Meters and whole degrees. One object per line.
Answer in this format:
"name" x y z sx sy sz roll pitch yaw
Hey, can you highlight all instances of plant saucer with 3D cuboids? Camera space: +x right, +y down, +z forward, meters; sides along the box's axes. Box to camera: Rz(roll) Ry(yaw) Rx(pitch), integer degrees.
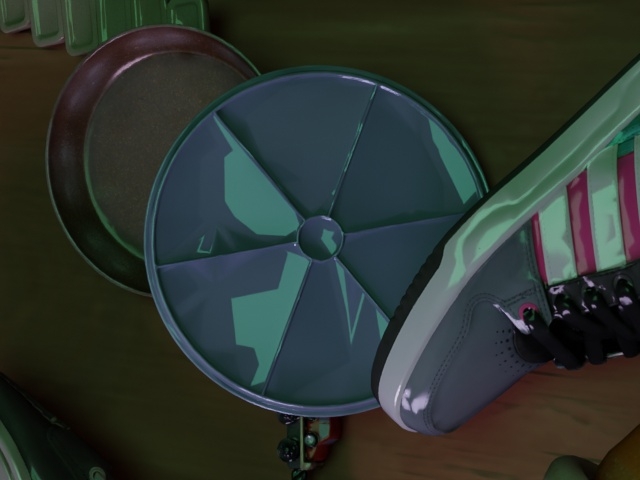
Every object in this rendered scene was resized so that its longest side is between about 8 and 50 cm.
"plant saucer" -0.091 -0.049 0.940 0.168 0.029 0.168 3 97 22

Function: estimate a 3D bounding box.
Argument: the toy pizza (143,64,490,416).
"toy pizza" 0.000 0.000 0.874 0.201 0.032 0.201 0 85 0

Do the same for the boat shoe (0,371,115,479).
"boat shoe" -0.135 0.202 0.913 0.335 0.095 0.112 52 129 28

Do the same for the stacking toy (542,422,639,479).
"stacking toy" 0.342 0.036 0.567 0.350 0.350 0.480 37 93 27

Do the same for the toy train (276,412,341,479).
"toy train" -0.006 0.108 0.888 0.036 0.027 0.158 -4 80 22

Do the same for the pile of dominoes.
"pile of dominoes" -0.138 -0.216 1.009 0.251 0.040 0.196 19 102 32

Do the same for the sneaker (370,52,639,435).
"sneaker" 0.175 0.033 0.765 0.295 0.124 0.178 -47 55 11
